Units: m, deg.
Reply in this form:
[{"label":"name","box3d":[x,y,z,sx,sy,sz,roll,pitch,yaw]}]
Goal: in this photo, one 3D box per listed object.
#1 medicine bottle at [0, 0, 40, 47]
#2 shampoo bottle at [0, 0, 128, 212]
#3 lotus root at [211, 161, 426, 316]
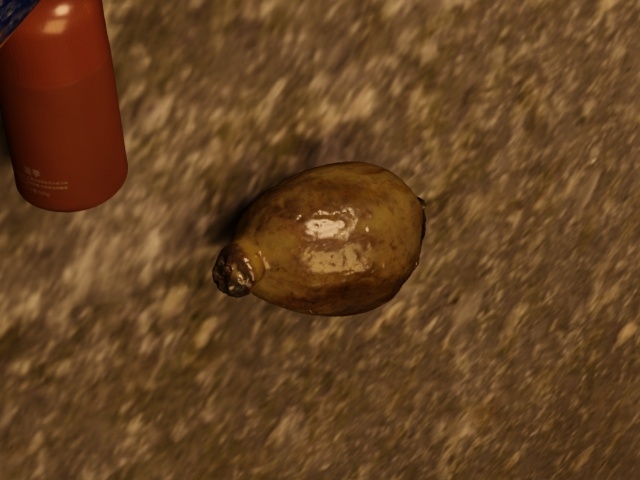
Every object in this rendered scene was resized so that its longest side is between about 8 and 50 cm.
[{"label":"medicine bottle","box3d":[-0.275,-0.120,0.766,0.291,0.178,0.178,-49,145,7]},{"label":"shampoo bottle","box3d":[-0.177,-0.129,0.939,0.085,0.085,0.244,-24,140,-25]},{"label":"lotus root","box3d":[0.000,0.000,1.212,0.214,0.138,0.138,-8,132,-38]}]
